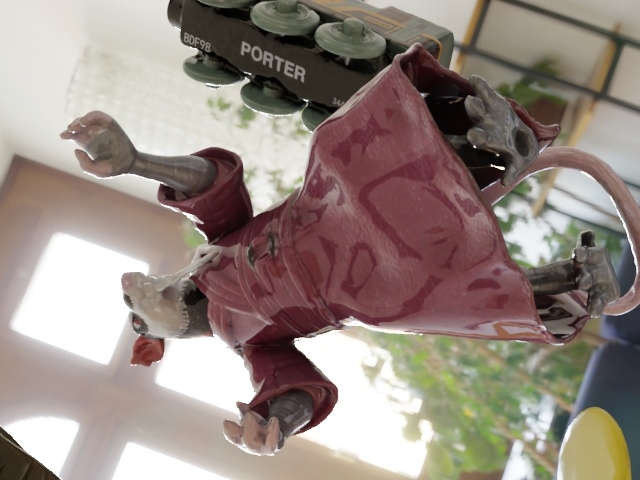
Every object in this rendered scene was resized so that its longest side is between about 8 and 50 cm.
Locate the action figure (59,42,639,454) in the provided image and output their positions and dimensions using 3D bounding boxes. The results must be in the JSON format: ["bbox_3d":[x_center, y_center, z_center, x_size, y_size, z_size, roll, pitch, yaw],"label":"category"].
[{"bbox_3d":[0.000,0.000,0.785,0.275,0.370,0.248,-12,-97,-53],"label":"action figure"}]

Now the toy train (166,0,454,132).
[{"bbox_3d":[-0.011,-0.221,1.272,0.190,0.334,0.142,-30,-41,-47],"label":"toy train"}]

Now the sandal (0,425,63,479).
[{"bbox_3d":[-0.216,0.151,0.670,0.090,0.060,0.219,-51,-46,-22],"label":"sandal"}]

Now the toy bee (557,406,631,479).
[{"bbox_3d":[0.124,0.159,0.417,0.162,0.298,0.195,33,-137,-83],"label":"toy bee"}]
